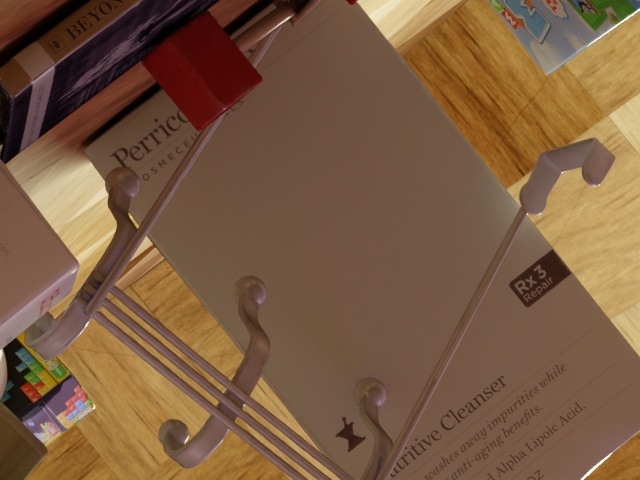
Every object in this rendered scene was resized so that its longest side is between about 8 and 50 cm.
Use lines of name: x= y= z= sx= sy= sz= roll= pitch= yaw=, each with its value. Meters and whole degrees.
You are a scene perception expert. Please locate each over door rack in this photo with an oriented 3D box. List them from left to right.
over door rack: x=0.000 y=0.000 z=1.031 sx=0.324 sy=0.239 sz=0.108 roll=-54 pitch=-157 yaw=-14

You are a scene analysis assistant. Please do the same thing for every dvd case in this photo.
dvd case: x=-0.065 y=-0.121 z=0.792 sx=0.221 sy=0.018 sz=0.164 roll=-40 pitch=-178 yaw=-14

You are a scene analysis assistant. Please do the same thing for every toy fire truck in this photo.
toy fire truck: x=0.005 y=-0.139 z=0.867 sx=0.135 sy=0.047 sz=0.192 roll=-37 pitch=-176 yaw=38

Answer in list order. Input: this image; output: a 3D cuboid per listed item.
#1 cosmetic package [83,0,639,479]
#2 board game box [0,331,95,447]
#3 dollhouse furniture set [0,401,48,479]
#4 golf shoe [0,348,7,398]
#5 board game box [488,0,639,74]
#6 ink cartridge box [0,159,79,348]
cosmetic package: x=0.036 y=0.024 z=1.184 sx=0.217 sy=0.385 sz=0.156 roll=-41 pitch=-177 yaw=-2
board game box: x=-0.279 y=0.122 z=1.334 sx=0.141 sy=0.048 sz=0.170 roll=-39 pitch=-139 yaw=-14
dollhouse furniture set: x=-0.251 y=0.178 z=1.024 sx=0.242 sy=0.212 sz=0.161 roll=-49 pitch=174 yaw=19
golf shoe: x=-0.340 y=0.142 z=1.171 sx=0.306 sy=0.115 sz=0.140 roll=-48 pitch=176 yaw=-29
board game box: x=0.127 y=-0.189 z=1.007 sx=0.039 sy=0.160 sz=0.211 roll=-38 pitch=180 yaw=-9
ink cartridge box: x=-0.222 y=0.050 z=0.834 sx=0.203 sy=0.086 sz=0.148 roll=-39 pitch=-178 yaw=-12
